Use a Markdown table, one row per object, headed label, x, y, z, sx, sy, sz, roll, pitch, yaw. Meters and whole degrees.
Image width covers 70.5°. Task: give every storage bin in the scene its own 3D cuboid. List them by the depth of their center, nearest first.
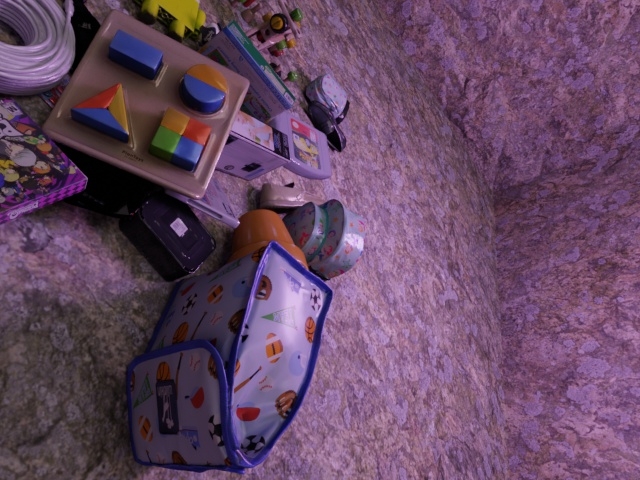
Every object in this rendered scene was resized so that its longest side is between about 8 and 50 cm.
| label | x | y | z | sx | sy | sz | roll | pitch | yaw |
| --- | --- | --- | --- | --- | --- | --- | --- | --- | --- |
| storage bin | -0.336 | -0.013 | 1.010 | 0.180 | 0.084 | 0.122 | 56 | 37 | -20 |

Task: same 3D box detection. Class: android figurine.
| label | x | y | z | sx | sy | sz | roll | pitch | yaw |
| --- | --- | --- | --- | --- | --- | --- | --- | --- | --- |
| android figurine | -0.424 | -0.682 | 1.261 | 0.248 | 0.056 | 0.273 | 25 | 54 | -44 |

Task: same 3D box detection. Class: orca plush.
| label | x | y | z | sx | sy | sz | roll | pitch | yaw |
| --- | --- | --- | --- | --- | --- | --- | --- | --- | --- |
| orca plush | -0.488 | -0.450 | 1.014 | 0.151 | 0.102 | 0.287 | 3 | 70 | -53 |

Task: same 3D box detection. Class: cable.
| label | x | y | z | sx | sy | sz | roll | pitch | yaw |
| --- | --- | --- | --- | --- | --- | --- | --- | --- | --- |
| cable | -0.599 | -0.400 | 0.845 | 0.257 | 0.089 | 0.257 | 6 | 67 | -49 |

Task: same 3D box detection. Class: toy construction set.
| label | x | y | z | sx | sy | sz | roll | pitch | yaw |
| --- | --- | --- | --- | --- | --- | --- | --- | --- | --- |
| toy construction set | -0.148 | -0.730 | 1.500 | 0.257 | 0.237 | 0.309 | -6 | 78 | -54 |

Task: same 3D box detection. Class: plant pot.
| label | x | y | z | sx | sy | sz | roll | pitch | yaw |
| --- | --- | --- | --- | --- | --- | --- | --- | --- | --- |
| plant pot | -0.148 | 0.031 | 1.163 | 0.205 | 0.205 | 0.188 | 27 | 36 | -44 |

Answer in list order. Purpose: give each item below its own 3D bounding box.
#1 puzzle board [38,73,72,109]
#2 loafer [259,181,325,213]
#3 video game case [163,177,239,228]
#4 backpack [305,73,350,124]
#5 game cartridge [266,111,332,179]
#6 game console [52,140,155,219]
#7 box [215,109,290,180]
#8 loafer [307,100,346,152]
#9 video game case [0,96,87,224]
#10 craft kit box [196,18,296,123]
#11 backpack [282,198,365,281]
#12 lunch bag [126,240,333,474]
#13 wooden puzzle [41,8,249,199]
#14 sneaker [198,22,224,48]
| label | x | y | z | sx | sy | sz | roll | pitch | yaw |
| --- | --- | --- | --- | --- | --- | --- | --- | --- | --- |
| puzzle board | -0.537 | -0.306 | 0.954 | 0.128 | 0.011 | 0.096 | 51 | 39 | -24 |
| loafer | -0.081 | -0.132 | 1.399 | 0.268 | 0.101 | 0.092 | -2 | 80 | -53 |
| video game case | -0.299 | -0.129 | 1.077 | 0.193 | 0.023 | 0.212 | 31 | 17 | -42 |
| backpack | 0.030 | -0.553 | 1.756 | 0.182 | 0.115 | 0.152 | 41 | 46 | -30 |
| game cartridge | -0.067 | -0.319 | 1.561 | 0.294 | 0.060 | 0.196 | 15 | 65 | -49 |
| game console | -0.429 | -0.198 | 0.956 | 0.213 | 0.044 | 0.361 | 28 | 43 | -14 |
| box | -0.235 | -0.258 | 1.191 | 0.290 | 0.169 | 0.087 | 17 | 60 | -54 |
| loafer | 0.028 | -0.432 | 1.722 | 0.223 | 0.076 | 0.078 | 49 | 32 | -32 |
| video game case | -0.554 | -0.126 | 0.742 | 0.210 | 0.042 | 0.232 | 47 | 42 | 1 |
| craft kit box | -0.235 | -0.405 | 1.207 | 0.250 | 0.246 | 0.061 | 48 | 37 | -28 |
| backpack | 0.000 | 0.000 | 1.306 | 0.191 | 0.253 | 0.225 | 36 | 47 | -38 |
| lunch bag | -0.189 | 0.231 | 0.867 | 0.239 | 0.327 | 0.386 | 40 | 47 | -30 |
| wooden puzzle | -0.338 | -0.295 | 0.940 | 0.322 | 0.080 | 0.348 | 23 | 66 | -18 |
| sneaker | -0.282 | -0.533 | 1.276 | 0.153 | 0.094 | 0.235 | 45 | 14 | -33 |
